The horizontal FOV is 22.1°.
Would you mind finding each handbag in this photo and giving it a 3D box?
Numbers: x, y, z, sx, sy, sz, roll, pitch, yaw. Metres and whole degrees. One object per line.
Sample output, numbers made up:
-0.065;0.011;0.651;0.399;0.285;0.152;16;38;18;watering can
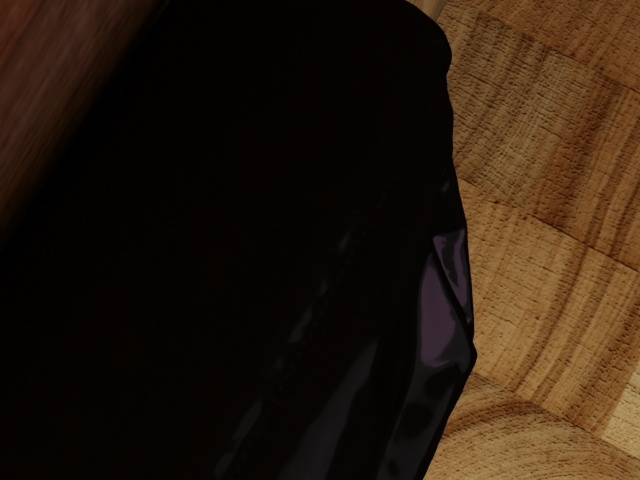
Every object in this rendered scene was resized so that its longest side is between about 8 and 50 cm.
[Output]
-0.056;0.070;0.688;0.275;0.178;0.302;85;28;-57;handbag
